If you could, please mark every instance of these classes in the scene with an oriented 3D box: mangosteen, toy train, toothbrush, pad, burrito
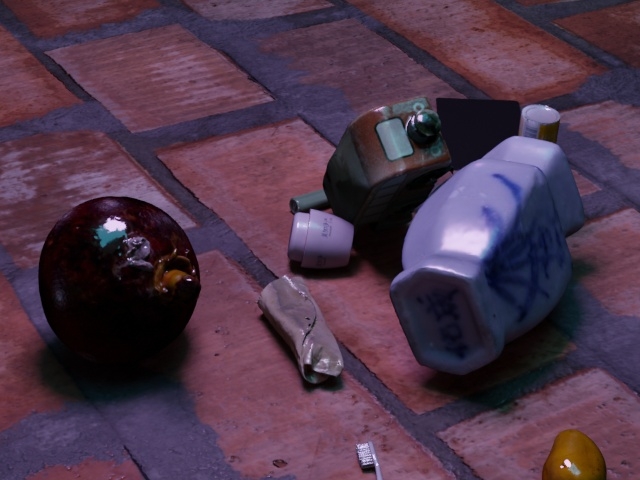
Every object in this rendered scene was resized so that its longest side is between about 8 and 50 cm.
[{"bbox_3d":[-0.248,0.052,1.916,0.261,0.235,0.235,2,25,40],"label":"mangosteen"},{"bbox_3d":[0.100,-0.112,2.164,0.159,0.326,0.129,-18,76,-15],"label":"toy train"},{"bbox_3d":[0.079,0.338,1.712,0.025,0.020,0.286,-10,33,-5],"label":"toothbrush"},{"bbox_3d":[0.294,-0.192,2.580,0.160,0.009,0.265,3,34,-1],"label":"pad"},{"bbox_3d":[-0.029,0.121,2.007,0.087,0.060,0.226,-4,31,-20],"label":"burrito"}]

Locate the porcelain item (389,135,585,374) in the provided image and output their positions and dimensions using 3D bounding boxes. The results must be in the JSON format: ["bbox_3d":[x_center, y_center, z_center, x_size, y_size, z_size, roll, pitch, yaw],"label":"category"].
[{"bbox_3d":[0.244,0.016,2.040,0.179,0.242,0.405,-8,24,33],"label":"porcelain item"}]

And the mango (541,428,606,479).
[{"bbox_3d":[0.319,0.283,1.781,0.080,0.060,0.114,5,28,-2],"label":"mango"}]

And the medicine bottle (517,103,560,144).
[{"bbox_3d":[0.336,-0.105,2.247,0.074,0.218,0.074,3,33,-2],"label":"medicine bottle"}]

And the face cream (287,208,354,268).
[{"bbox_3d":[0.000,0.000,2.175,0.095,0.091,0.091,10,32,-3],"label":"face cream"}]

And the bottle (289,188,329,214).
[{"bbox_3d":[-0.010,-0.066,2.332,0.083,0.030,0.030,-18,38,-31],"label":"bottle"}]
